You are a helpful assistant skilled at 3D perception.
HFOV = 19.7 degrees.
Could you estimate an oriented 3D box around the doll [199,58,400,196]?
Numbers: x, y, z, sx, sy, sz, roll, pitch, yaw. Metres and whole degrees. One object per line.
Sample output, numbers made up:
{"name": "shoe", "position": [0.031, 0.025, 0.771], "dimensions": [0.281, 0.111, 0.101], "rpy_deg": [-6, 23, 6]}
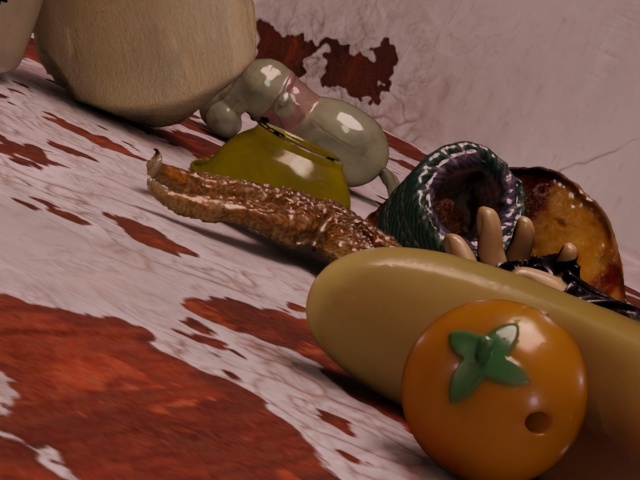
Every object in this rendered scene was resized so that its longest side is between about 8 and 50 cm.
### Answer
{"name": "doll", "position": [-0.010, -0.142, 2.271], "dimensions": [0.275, 0.113, 0.155], "rpy_deg": [23, 5, -5]}

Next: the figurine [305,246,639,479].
{"name": "figurine", "position": [0.130, 0.093, 1.111], "dimensions": [0.325, 0.124, 0.222], "rpy_deg": [24, 10, 20]}

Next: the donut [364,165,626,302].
{"name": "donut", "position": [0.201, 0.003, 1.856], "dimensions": [0.295, 0.151, 0.112], "rpy_deg": [27, -2, 21]}

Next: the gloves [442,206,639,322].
{"name": "gloves", "position": [0.182, 0.057, 1.471], "dimensions": [0.203, 0.124, 0.164], "rpy_deg": [27, -5, 3]}

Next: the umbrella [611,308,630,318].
{"name": "umbrella", "position": [0.173, 0.095, 1.332], "dimensions": [0.326, 0.094, 0.090], "rpy_deg": [25, -37, 14]}

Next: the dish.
{"name": "dish", "position": [-0.037, -0.068, 1.828], "dimensions": [0.208, 0.080, 0.149], "rpy_deg": [32, 10, 34]}

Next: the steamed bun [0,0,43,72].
{"name": "steamed bun", "position": [-0.376, -0.269, 1.870], "dimensions": [0.242, 0.146, 0.164], "rpy_deg": [31, 15, 37]}

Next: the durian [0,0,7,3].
{"name": "durian", "position": [-0.352, -0.266, 1.441], "dimensions": [0.225, 0.291, 0.291], "rpy_deg": [38, 13, 29]}

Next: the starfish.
{"name": "starfish", "position": [0.002, -0.004, 1.582], "dimensions": [0.302, 0.060, 0.299], "rpy_deg": [28, 6, 22]}

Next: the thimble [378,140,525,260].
{"name": "thimble", "position": [0.123, -0.022, 1.745], "dimensions": [0.118, 0.135, 0.090], "rpy_deg": [41, -36, -6]}

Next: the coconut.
{"name": "coconut", "position": [-0.190, -0.240, 1.978], "dimensions": [0.245, 0.247, 0.245], "rpy_deg": [-2, 23, 1]}
